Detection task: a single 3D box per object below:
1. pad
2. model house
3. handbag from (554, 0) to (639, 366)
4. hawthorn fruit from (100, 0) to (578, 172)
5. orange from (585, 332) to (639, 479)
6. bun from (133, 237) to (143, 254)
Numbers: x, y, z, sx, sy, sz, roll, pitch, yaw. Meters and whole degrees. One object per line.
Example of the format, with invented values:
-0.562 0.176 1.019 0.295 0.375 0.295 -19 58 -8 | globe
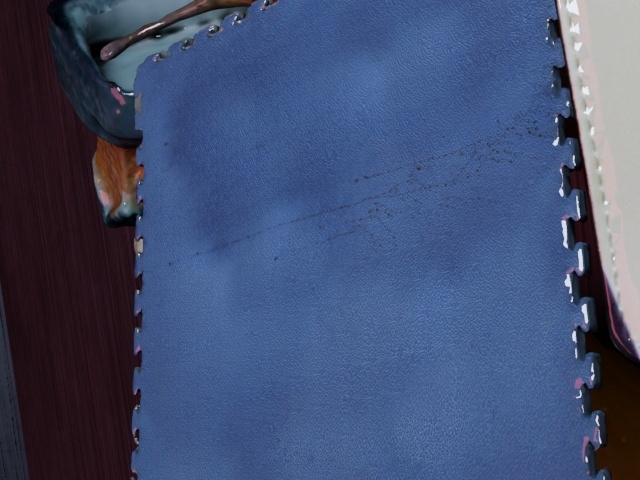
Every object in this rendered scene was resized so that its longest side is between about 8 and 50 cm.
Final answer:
0.000 0.000 0.502 0.269 0.012 0.269 -14 70 41 | pad
-0.071 -0.061 0.921 0.184 0.253 0.291 53 148 41 | model house
0.203 -0.146 0.403 0.237 0.160 0.358 -10 90 24 | handbag
0.070 -0.144 0.617 0.231 0.263 0.235 44 120 47 | hawthorn fruit
0.074 0.180 0.638 0.293 0.340 0.340 -61 17 -23 | orange
-0.107 0.006 1.115 0.220 0.134 0.220 16 109 58 | bun
